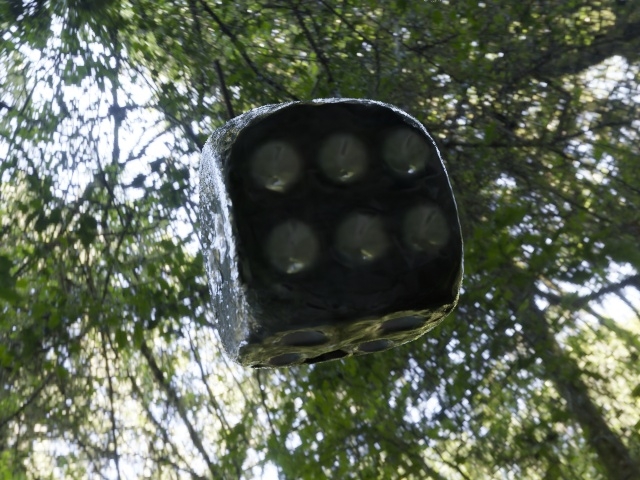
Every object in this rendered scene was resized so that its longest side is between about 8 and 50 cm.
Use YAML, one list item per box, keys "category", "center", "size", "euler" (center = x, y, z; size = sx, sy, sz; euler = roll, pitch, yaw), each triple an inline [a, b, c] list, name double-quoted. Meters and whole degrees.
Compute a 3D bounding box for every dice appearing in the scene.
- category: "dice"
  center: [0.000, 0.000, 0.653]
  size: [0.182, 0.183, 0.181]
  euler: [-8, -109, -15]

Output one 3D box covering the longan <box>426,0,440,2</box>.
- category: "longan"
  center: [0.147, -0.252, 0.578]
  size: [0.204, 0.159, 0.185]
  euler: [-40, -31, 20]
